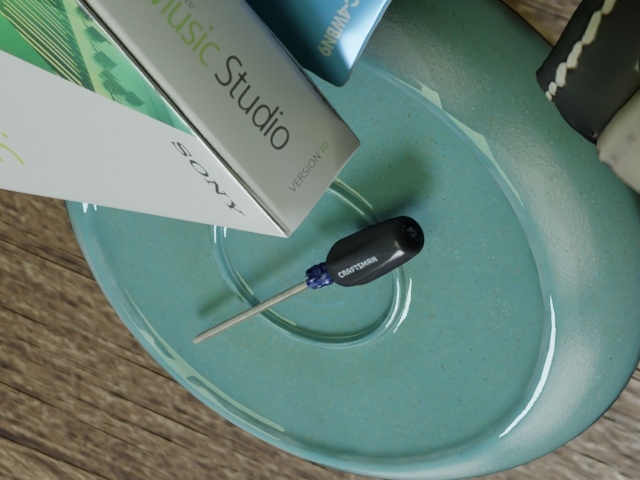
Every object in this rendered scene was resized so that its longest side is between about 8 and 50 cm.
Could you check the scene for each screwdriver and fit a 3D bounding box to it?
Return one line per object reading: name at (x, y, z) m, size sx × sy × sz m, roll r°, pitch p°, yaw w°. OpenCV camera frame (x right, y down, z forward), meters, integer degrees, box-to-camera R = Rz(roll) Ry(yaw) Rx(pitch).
screwdriver at (-0.014, 0.022, 0.833) m, size 0.025 × 0.024 × 0.170 m, roll 29°, pitch 145°, yaw -34°

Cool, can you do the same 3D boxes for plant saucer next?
plant saucer at (0.000, 0.000, 0.851) m, size 0.317 × 0.044 × 0.317 m, roll 17°, pitch 130°, yaw 21°

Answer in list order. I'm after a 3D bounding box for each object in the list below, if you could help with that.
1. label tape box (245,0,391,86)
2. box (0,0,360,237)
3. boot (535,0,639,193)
label tape box at (-0.070, -0.255, 0.649) m, size 0.347 × 0.115 × 0.249 m, roll 33°, pitch 134°, yaw 2°
box at (-0.158, -0.108, 0.738) m, size 0.322 × 0.058 × 0.232 m, roll 8°, pitch 146°, yaw 50°
boot at (0.096, -0.230, 0.457) m, size 0.284 × 0.138 × 0.377 m, roll 35°, pitch 97°, yaw 9°
